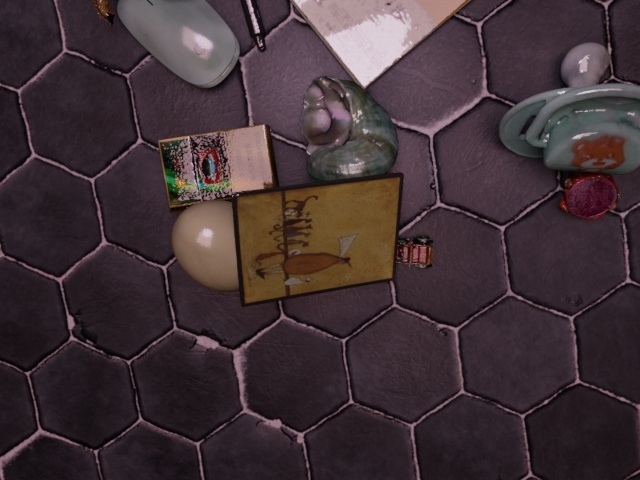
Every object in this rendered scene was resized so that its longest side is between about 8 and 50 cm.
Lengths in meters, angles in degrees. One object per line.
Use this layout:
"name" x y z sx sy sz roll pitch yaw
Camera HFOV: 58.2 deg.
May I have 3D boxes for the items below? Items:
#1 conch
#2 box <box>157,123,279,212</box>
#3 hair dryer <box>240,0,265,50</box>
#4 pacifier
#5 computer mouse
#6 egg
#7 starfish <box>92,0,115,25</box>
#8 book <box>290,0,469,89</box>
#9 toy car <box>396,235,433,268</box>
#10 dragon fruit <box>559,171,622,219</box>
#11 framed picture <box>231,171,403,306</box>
"conch" 0.052 -0.190 1.181 0.221 0.195 0.277 14 123 21
"box" -0.219 -0.158 1.249 0.240 0.071 0.159 -8 100 6
"hair dryer" -0.142 -0.525 1.196 0.114 0.070 0.247 -16 100 7
"pacifier" 0.523 -0.268 1.109 0.344 0.288 0.269 3 72 0
"computer mouse" -0.300 -0.446 1.202 0.288 0.097 0.159 43 101 -3
"egg" -0.203 0.011 1.192 0.186 0.242 0.185 -9 70 26
"starfish" -0.360 -0.598 1.142 0.312 0.113 0.303 -41 67 21
"book" 0.154 -0.537 1.186 0.389 0.032 0.269 -40 94 9
"toy car" 0.173 0.025 1.252 0.143 0.054 0.073 3 100 5
"dragon fruit" 0.555 -0.100 1.198 0.127 0.068 0.112 -2 126 1
"framed picture" 0.000 0.000 1.139 0.339 0.014 0.255 -8 122 -15
